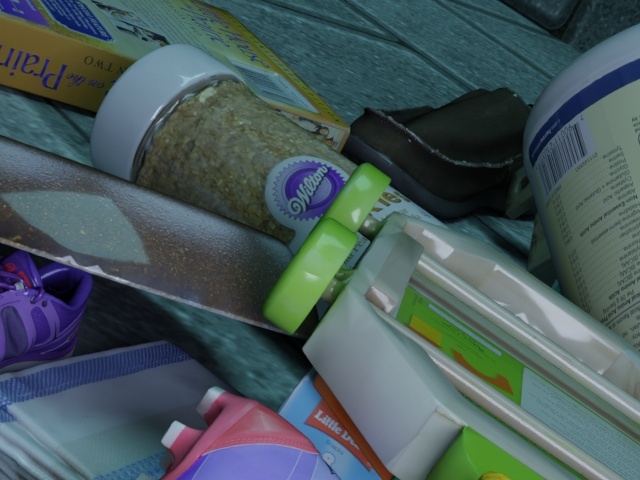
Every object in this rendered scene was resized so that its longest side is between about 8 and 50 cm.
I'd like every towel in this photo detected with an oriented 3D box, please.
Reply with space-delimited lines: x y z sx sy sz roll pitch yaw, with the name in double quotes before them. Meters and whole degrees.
"towel" -0.025 0.145 0.711 0.285 0.034 0.209 35 16 17

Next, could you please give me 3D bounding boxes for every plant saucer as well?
"plant saucer" -0.139 -0.017 0.801 0.310 0.050 0.310 20 -2 1

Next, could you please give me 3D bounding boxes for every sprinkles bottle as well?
"sprinkles bottle" 0.000 0.000 1.015 0.355 0.121 0.121 37 19 26

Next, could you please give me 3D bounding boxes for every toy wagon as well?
"toy wagon" 0.095 0.085 0.698 0.267 0.068 0.344 34 18 0

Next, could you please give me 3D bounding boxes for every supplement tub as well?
"supplement tub" 0.279 0.035 0.971 0.235 0.235 0.325 13 54 -40

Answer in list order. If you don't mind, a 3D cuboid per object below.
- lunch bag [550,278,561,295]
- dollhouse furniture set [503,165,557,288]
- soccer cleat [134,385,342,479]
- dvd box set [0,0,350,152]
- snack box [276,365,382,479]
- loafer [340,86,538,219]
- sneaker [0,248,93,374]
"lunch bag" 0.290 0.094 1.236 0.176 0.090 0.219 19 19 -30
"dollhouse furniture set" 0.258 0.001 1.423 0.129 0.129 0.184 37 42 -18
"soccer cleat" -0.056 0.139 0.543 0.095 0.083 0.248 34 30 5
"dvd box set" -0.211 -0.193 1.351 0.420 0.062 0.307 14 21 -36
"snack box" 0.127 0.160 0.773 0.322 0.060 0.187 36 15 4
"loafer" 0.145 -0.108 1.529 0.134 0.130 0.366 36 19 26
"sneaker" -0.171 0.038 0.732 0.068 0.071 0.170 32 18 14
